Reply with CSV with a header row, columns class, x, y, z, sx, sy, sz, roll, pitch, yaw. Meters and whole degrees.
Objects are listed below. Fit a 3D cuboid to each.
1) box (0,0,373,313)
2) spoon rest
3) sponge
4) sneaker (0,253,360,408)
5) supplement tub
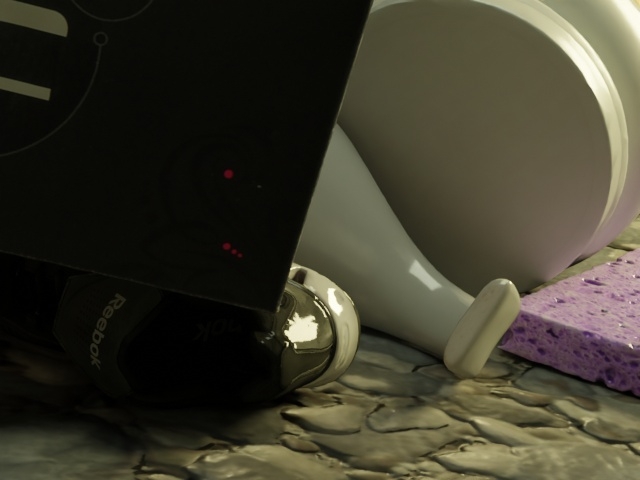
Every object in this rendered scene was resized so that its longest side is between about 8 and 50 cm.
class,x,y,z,sx,sy,sz,roll,pitch,yaw
box,-0.133,-0.090,0.795,0.270,0.165,0.143,12,17,-15
spoon rest,0.000,0.000,0.977,0.276,0.137,0.084,32,-6,35
sponge,0.205,0.046,1.028,0.117,0.031,0.210,17,18,30
sneaker,-0.103,0.032,0.858,0.234,0.078,0.106,14,15,14
supplement tub,0.133,-0.111,1.138,0.228,0.228,0.316,13,28,18
